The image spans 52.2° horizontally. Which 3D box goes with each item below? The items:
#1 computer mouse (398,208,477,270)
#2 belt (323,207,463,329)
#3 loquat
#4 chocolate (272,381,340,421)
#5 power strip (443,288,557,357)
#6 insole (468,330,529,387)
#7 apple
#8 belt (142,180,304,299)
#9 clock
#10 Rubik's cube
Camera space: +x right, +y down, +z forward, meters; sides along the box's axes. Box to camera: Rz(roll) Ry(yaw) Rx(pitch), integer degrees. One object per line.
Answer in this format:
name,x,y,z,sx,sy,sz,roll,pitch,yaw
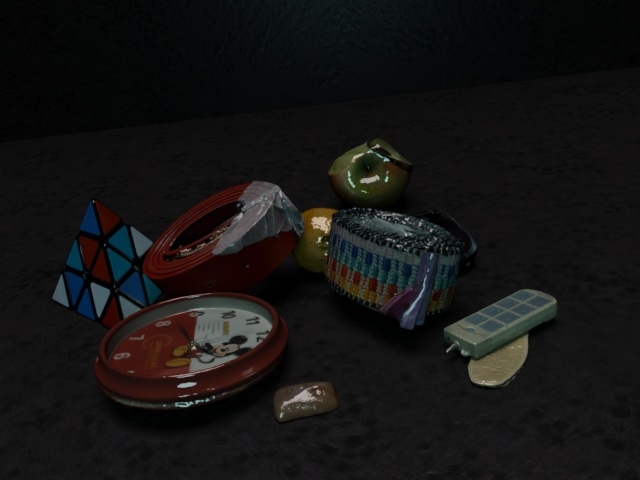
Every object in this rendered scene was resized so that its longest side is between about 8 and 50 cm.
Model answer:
computer mouse,0.213,-0.007,1.345,0.137,0.096,0.233,-23,29,-29
belt,0.132,0.049,1.182,0.207,0.160,0.295,-3,19,-35
loquat,0.000,0.000,1.345,0.141,0.141,0.141,-7,24,3
chocolate,-0.022,0.233,0.969,0.101,0.031,0.064,-8,29,-4
power strip,0.290,0.133,1.064,0.227,0.029,0.080,-21,24,-25
insole,0.296,0.160,1.050,0.081,0.011,0.248,4,26,26
apple,0.123,-0.163,1.633,0.207,0.173,0.188,-11,5,-1
belt,-0.188,0.002,1.288,0.324,0.115,0.227,-30,35,9
clock,-0.211,0.181,1.086,0.319,0.080,0.318,-5,19,2
Rubik's cube,-0.403,0.077,1.292,0.284,0.250,0.234,-10,43,-16
